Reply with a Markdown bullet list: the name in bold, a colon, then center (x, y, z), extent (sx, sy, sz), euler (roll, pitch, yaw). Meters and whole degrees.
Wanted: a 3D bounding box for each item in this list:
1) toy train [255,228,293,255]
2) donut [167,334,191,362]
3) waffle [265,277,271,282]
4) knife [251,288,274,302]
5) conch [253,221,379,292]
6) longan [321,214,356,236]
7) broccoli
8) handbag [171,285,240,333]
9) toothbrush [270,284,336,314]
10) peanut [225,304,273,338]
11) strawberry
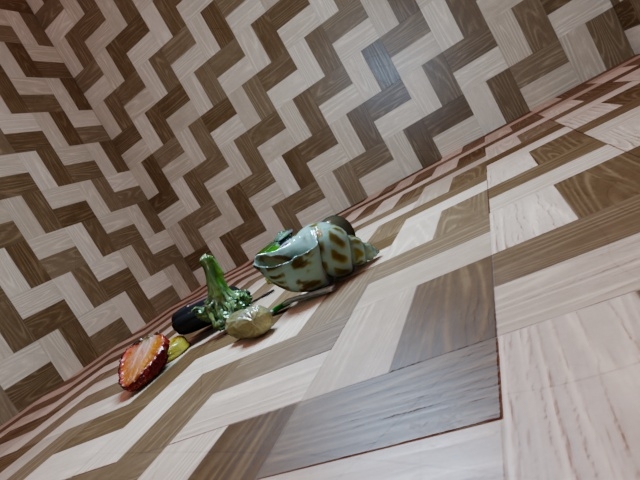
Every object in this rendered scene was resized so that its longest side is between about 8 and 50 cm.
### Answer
- **toy train**: center (-0.223, 0.064, 2.460), extent (0.248, 0.174, 0.307), euler (-38, 8, -11)
- **donut**: center (-0.575, 0.421, 1.739), extent (0.151, 0.058, 0.152), euler (-29, 9, 5)
- **waffle**: center (-0.186, 0.150, 2.177), extent (0.191, 0.038, 0.191), euler (-30, 6, 3)
- **knife**: center (-0.257, 0.242, 1.904), extent (0.170, 0.010, 0.023), euler (-29, 7, 23)
- **conch**: center (-0.013, 0.054, 1.416), extent (0.367, 0.197, 0.249), euler (-27, 10, 10)
- **longan**: center (0.053, 0.000, 1.688), extent (0.189, 0.189, 0.189), euler (-30, 6, 4)
- **broccoli**: center (-0.383, 0.199, 1.637), extent (0.198, 0.275, 0.177), euler (-39, 5, 18)
- **handbag**: center (-0.452, 0.283, 1.828), extent (0.307, 0.093, 0.254), euler (-25, -10, -6)
- **toothbrush**: center (-0.116, 0.209, 1.438), extent (0.417, 0.040, 0.042), euler (-20, 4, 34)
- **peanut**: center (-0.216, 0.246, 1.330), extent (0.098, 0.090, 0.214), euler (-46, 12, -34)
- **strawberry**: center (-0.610, 0.444, 1.580), extent (0.190, 0.111, 0.237), euler (-18, 32, 13)
